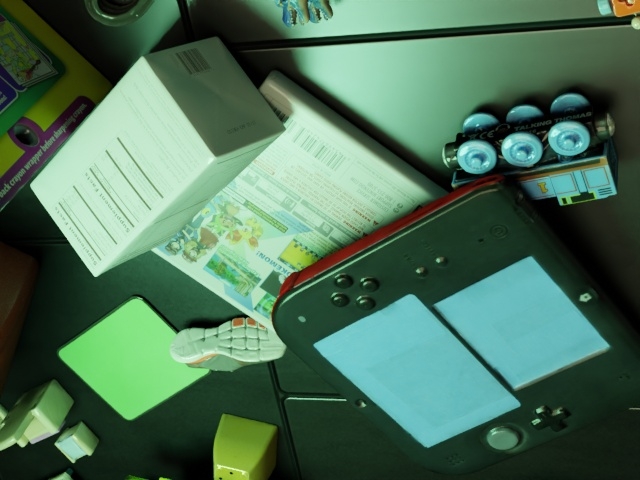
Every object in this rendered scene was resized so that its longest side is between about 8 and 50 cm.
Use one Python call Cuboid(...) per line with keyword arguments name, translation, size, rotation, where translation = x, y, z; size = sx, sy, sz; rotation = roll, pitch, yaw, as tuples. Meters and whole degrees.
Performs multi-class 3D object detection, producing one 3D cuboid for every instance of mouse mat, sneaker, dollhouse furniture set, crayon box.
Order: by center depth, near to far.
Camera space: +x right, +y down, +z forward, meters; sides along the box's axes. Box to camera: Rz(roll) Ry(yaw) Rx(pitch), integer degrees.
Cuboid(name="crayon box", translation=(-0.425, -0.162, 1.180), size=(0.313, 0.363, 0.106), rotation=(42, 125, -12))
Cuboid(name="sneaker", translation=(-0.114, 0.141, 1.488), size=(0.158, 0.061, 0.065), rotation=(-2, 149, 19))
Cuboid(name="mouse mat", translation=(-0.257, 0.165, 1.567), size=(0.190, 0.007, 0.152), rotation=(-33, 108, 31))
Cuboid(name="dollhouse furniture set", translation=(-0.428, 0.412, 1.665), size=(0.286, 0.198, 0.303), rotation=(-25, 113, 29))

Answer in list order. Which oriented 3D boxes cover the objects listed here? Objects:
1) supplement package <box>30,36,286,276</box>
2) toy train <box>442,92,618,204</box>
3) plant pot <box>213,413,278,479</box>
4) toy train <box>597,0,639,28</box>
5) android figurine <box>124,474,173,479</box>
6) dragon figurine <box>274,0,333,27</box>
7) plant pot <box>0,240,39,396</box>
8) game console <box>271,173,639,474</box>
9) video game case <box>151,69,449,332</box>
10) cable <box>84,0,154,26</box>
Cuboid(name="supplement package", translation=(-0.184, -0.091, 1.267), size=(0.244, 0.139, 0.134), rotation=(-39, 84, 35))
Cuboid(name="toy train", translation=(0.224, -0.087, 1.210), size=(0.184, 0.080, 0.105), rotation=(-11, 125, 23))
Cuboid(name="plant pot", translation=(-0.109, 0.301, 1.564), size=(0.081, 0.083, 0.081), rotation=(11, 124, 10))
Cuboid(name="toy train", translation=(0.333, -0.277, 1.071), size=(0.166, 0.046, 0.125), rotation=(-15, 118, 29))
Cuboid(name="android figurine", translation=(-0.145, 0.397, 1.610), size=(0.273, 0.056, 0.248), rotation=(16, 154, 3))
Cuboid(name="dragon figurine", translation=(0.018, -0.334, 1.102), size=(0.144, 0.085, 0.289), rotation=(7, 124, 13))
Cuboid(name="plant pot", translation=(-0.509, 0.113, 1.468), size=(0.267, 0.235, 0.267), rotation=(25, 126, -2))
Cuboid(name="game console", translation=(0.171, 0.120, 1.330), size=(0.342, 0.060, 0.386), rotation=(-26, 124, 30))
Cuboid(name="video game case", translation=(0.000, 0.000, 1.362), size=(0.329, 0.036, 0.300), rotation=(34, 125, -8))
Cuboid(name="cable", translation=(-0.145, -0.326, 1.195), size=(0.139, 0.072, 0.287), rotation=(22, 141, -19))
